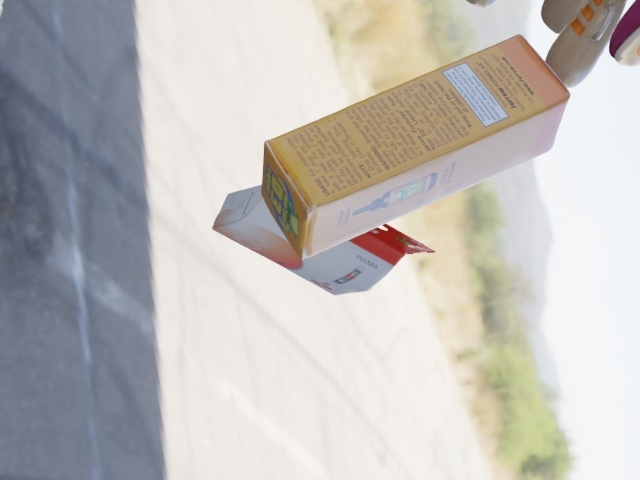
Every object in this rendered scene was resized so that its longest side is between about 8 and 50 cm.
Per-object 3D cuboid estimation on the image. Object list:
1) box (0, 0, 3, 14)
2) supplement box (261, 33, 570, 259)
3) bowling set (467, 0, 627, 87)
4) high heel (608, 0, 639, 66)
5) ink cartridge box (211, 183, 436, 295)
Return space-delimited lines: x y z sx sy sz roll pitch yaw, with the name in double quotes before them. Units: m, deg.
"box" -0.263 -0.169 1.016 0.201 0.021 0.164 -58 170 -58
"supplement box" 0.071 -0.073 1.131 0.080 0.233 0.078 55 -23 25
"bowling set" 0.183 -0.273 1.256 0.154 0.200 0.287 -59 -171 30
"high heel" 0.280 -0.226 1.006 0.082 0.244 0.117 15 43 -44
"ink cartridge box" 0.000 0.000 1.322 0.045 0.145 0.179 -65 -160 -12
